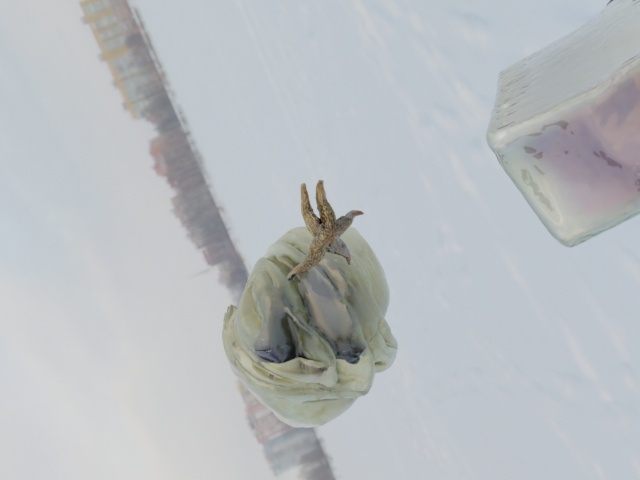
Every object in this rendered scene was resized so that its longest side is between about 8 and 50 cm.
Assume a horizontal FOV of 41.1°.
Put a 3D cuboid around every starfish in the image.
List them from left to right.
[{"bbox_3d":[0.004,0.002,1.089,0.133,0.130,0.041,37,172,-33],"label":"starfish"}]

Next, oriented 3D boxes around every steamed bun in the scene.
[{"bbox_3d":[-0.020,0.127,1.325,0.206,0.274,0.320,69,-163,-78],"label":"steamed bun"}]

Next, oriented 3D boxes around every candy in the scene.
[{"bbox_3d":[0.300,-0.147,0.892,0.145,0.208,0.359,54,-157,-10],"label":"candy"}]

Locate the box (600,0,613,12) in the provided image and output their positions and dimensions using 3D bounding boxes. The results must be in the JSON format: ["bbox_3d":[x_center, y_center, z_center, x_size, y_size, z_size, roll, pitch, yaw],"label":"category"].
[{"bbox_3d":[0.588,-0.252,1.335,0.359,0.350,0.091,22,151,16],"label":"box"}]
